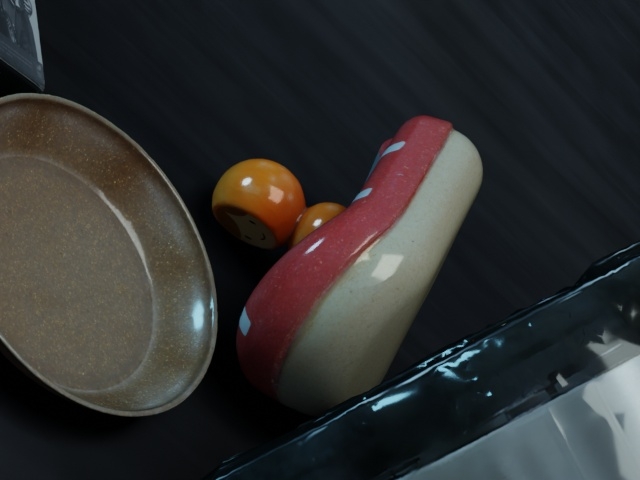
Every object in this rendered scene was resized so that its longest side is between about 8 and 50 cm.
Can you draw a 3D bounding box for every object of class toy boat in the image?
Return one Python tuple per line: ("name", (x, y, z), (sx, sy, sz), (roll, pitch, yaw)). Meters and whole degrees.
("toy boat", (0.000, 0.000, 1.173), (0.151, 0.151, 0.231), (27, 36, 5))

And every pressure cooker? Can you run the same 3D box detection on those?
("pressure cooker", (0.156, 0.241, 0.956), (0.370, 0.375, 0.420), (-20, 81, -59))

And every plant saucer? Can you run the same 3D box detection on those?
("plant saucer", (-0.140, 0.012, 1.043), (0.198, 0.036, 0.199), (31, 43, -35))

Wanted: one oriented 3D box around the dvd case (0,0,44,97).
("dvd case", (-0.226, -0.217, 1.060), (0.179, 0.029, 0.239), (39, 35, -59))
